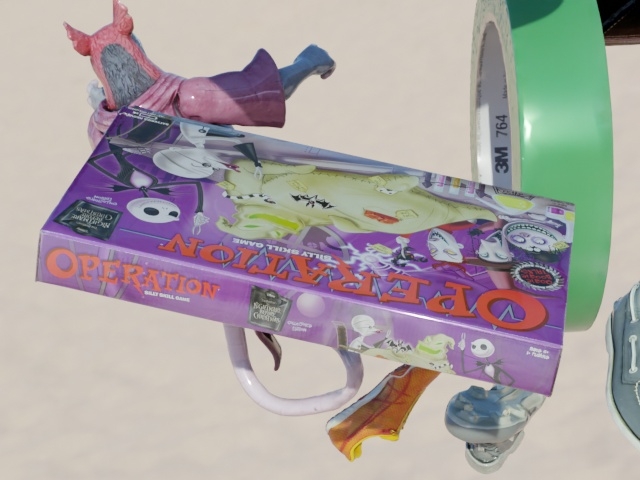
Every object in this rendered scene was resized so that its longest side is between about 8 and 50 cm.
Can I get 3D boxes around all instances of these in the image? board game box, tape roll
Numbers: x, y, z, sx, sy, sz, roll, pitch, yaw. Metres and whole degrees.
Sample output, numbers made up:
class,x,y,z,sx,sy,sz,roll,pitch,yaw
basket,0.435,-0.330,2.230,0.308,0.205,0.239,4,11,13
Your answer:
class,x,y,z,sx,sy,sz,roll,pitch,yaw
board game box,0.000,0.000,1.201,0.347,0.056,0.208,12,34,4
tape roll,0.186,-0.080,1.503,0.077,0.321,0.321,-3,16,-2

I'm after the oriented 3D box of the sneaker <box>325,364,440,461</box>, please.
class,x,y,z,sx,sy,sz,roll,pitch,yaw
sneaker,0.086,0.186,1.970,0.175,0.067,0.064,-42,-9,22

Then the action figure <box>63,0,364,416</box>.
class,x,y,z,sx,sy,sz,roll,pitch,yaw
action figure,-0.110,-0.044,1.514,0.248,0.370,0.276,-22,31,35

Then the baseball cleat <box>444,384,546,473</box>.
class,x,y,z,sx,sy,sz,roll,pitch,yaw
baseball cleat,0.167,0.189,1.698,0.072,0.109,0.206,28,19,23

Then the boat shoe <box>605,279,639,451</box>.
class,x,y,z,sx,sy,sz,roll,pitch,yaw
boat shoe,0.426,0.159,2.174,0.116,0.099,0.319,18,32,-11

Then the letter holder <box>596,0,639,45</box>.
class,x,y,z,sx,sy,sz,roll,pitch,yaw
letter holder,0.413,-0.336,1.764,0.302,0.152,0.214,-39,28,-30
